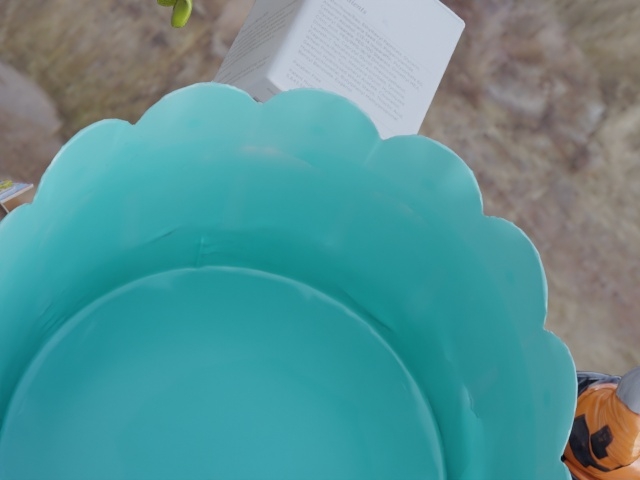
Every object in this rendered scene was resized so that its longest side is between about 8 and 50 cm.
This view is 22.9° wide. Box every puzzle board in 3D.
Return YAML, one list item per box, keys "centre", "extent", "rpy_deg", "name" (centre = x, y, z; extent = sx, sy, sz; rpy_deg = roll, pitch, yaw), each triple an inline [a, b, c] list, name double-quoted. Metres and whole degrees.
- centre: [-0.381, -0.036, 1.689]
  extent: [0.128, 0.096, 0.011]
  rpy_deg: [-32, 110, -30]
  name: "puzzle board"

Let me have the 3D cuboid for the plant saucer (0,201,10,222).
- centre: [-0.369, -0.031, 1.391]
  extent: [0.198, 0.036, 0.198]
  rpy_deg: [24, 17, -8]
  name: "plant saucer"

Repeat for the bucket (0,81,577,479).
- centre: [-0.035, 0.089, 0.725]
  extent: [0.281, 0.183, 0.281]
  rpy_deg: [4, 67, -9]
  name: "bucket"

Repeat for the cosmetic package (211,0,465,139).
- centre: [0.006, -0.151, 1.432]
  extent: [0.151, 0.151, 0.184]
  rpy_deg: [36, 61, -20]
  name: "cosmetic package"

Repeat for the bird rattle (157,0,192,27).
- centre: [-0.089, -0.288, 1.268]
  extent: [0.143, 0.253, 0.207]
  rpy_deg: [5, 72, -55]
  name: "bird rattle"

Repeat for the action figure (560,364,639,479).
- centre: [0.244, 0.150, 1.159]
  extent: [0.341, 0.330, 0.178]
  rpy_deg: [11, 71, -34]
  name: "action figure"

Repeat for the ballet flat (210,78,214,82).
- centre: [-0.048, -0.170, 1.871]
  extent: [0.124, 0.342, 0.116]
  rpy_deg: [64, 1, 15]
  name: "ballet flat"
